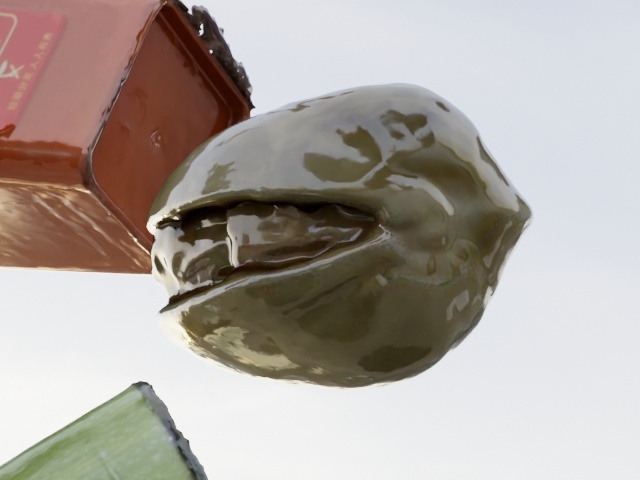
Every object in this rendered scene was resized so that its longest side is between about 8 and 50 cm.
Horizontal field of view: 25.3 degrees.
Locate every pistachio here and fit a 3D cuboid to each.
[{"bbox_3d":[0.000,0.000,0.514,0.149,0.113,0.113,-4,-27,41],"label":"pistachio"}]

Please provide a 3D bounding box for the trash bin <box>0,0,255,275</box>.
[{"bbox_3d":[-0.165,-0.055,0.780,0.239,0.161,0.184,8,-26,27],"label":"trash bin"}]

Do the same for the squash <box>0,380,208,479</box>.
[{"bbox_3d":[-0.123,0.117,0.364,0.224,0.094,0.094,-21,-35,-20],"label":"squash"}]
